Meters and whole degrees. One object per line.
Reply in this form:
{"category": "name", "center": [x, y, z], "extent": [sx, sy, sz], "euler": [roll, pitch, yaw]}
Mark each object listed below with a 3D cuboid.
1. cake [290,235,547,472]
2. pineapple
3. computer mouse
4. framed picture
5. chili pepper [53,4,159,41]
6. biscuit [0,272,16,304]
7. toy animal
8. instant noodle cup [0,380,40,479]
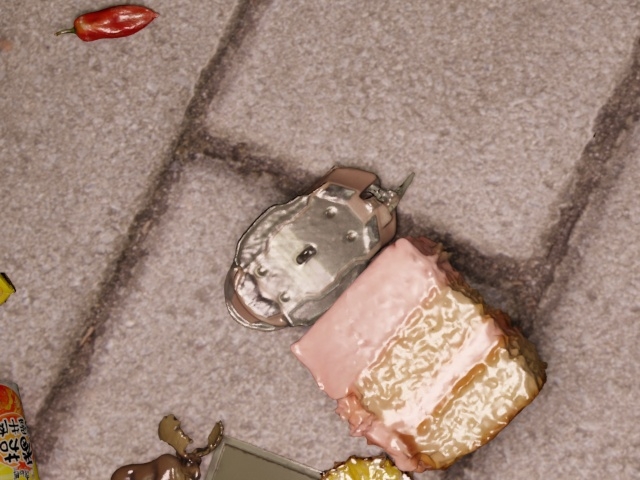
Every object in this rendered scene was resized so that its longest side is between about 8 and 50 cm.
{"category": "cake", "center": [0.155, 0.182, 1.626], "extent": [0.293, 0.314, 0.307], "euler": [-43, 81, 4]}
{"category": "pineapple", "center": [0.075, 0.450, 1.733], "extent": [0.221, 0.047, 0.221], "euler": [-1, 84, 5]}
{"category": "computer mouse", "center": [-0.002, 0.001, 1.771], "extent": [0.389, 0.115, 0.199], "euler": [-40, 96, -8]}
{"category": "framed picture", "center": [-0.086, 0.460, 1.781], "extent": [0.252, 0.014, 0.197], "euler": [19, 87, 11]}
{"category": "chili pepper", "center": [-0.385, -0.392, 1.905], "extent": [0.191, 0.050, 0.059], "euler": [-11, 79, -4]}
{"category": "biscuit", "center": [-0.660, 0.173, 1.902], "extent": [0.292, 0.026, 0.048], "euler": [-44, 72, 2]}
{"category": "toy animal", "center": [-0.261, 0.392, 1.779], "extent": [0.214, 0.094, 0.186], "euler": [-9, 74, 16]}
{"category": "instant noodle cup", "center": [-0.600, 0.351, 1.767], "extent": [0.264, 0.264, 0.200], "euler": [-12, 75, 8]}
